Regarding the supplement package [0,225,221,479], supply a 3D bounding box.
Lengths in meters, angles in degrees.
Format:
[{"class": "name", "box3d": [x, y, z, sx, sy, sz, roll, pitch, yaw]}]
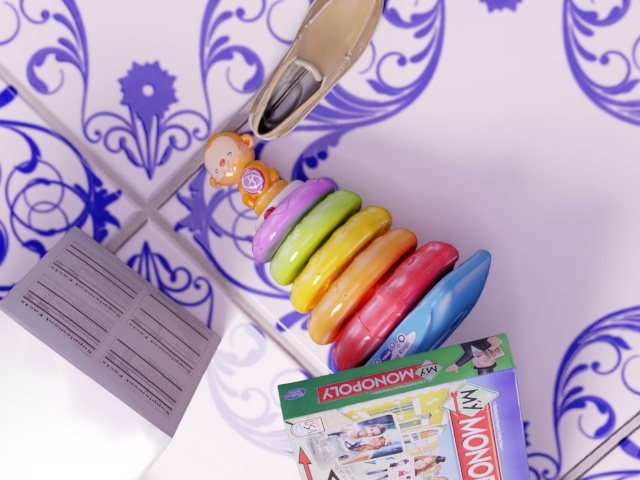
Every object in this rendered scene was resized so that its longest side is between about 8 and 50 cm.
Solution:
[{"class": "supplement package", "box3d": [-0.248, 0.150, 1.561, 0.198, 0.262, 0.199, 38, 107, -5]}]

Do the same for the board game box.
[{"class": "board game box", "box3d": [0.092, 0.223, 1.558, 0.214, 0.046, 0.317, -13, 138, 2]}]

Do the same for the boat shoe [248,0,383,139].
[{"class": "boat shoe", "box3d": [-0.003, -0.171, 1.543, 0.068, 0.072, 0.190, 32, 106, -3]}]

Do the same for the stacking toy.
[{"class": "stacking toy", "box3d": [0.000, 0.000, 1.569, 0.302, 0.166, 0.175, 43, 116, 8]}]
